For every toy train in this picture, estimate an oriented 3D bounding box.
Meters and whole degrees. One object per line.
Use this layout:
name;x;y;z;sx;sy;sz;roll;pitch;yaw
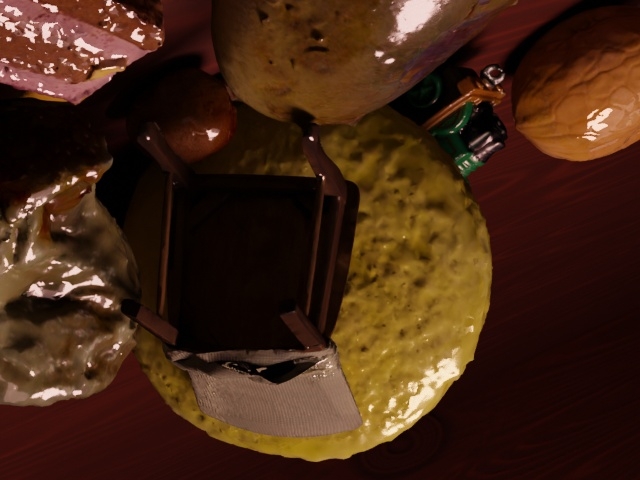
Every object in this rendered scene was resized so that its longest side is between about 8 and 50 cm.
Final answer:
toy train;0.114;-0.096;1.811;0.227;0.136;0.091;-34;165;23

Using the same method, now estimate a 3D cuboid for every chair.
chair;-0.049;0.037;1.402;0.160;0.186;0.319;1;162;11

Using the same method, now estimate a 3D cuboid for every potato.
potato;0.036;-0.200;1.257;0.210;0.173;0.307;-16;157;-48

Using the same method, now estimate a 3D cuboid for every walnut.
walnut;0.307;-0.175;1.900;0.206;0.159;0.159;-32;165;8

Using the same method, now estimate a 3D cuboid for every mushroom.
mushroom;-0.102;-0.113;1.480;0.129;0.072;0.088;-26;124;-38

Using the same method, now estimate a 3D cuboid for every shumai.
shumai;-0.227;-0.016;1.321;0.261;0.225;0.222;-118;-131;-69

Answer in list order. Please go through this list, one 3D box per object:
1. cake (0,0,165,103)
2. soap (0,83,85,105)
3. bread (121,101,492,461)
cake;-0.211;-0.157;1.075;0.116;0.113;0.295;-41;156;28
soap;-0.206;-0.122;1.314;0.089;0.033;0.168;-30;167;24
bread;-0.004;0.027;1.649;0.348;0.348;0.308;-33;177;8
